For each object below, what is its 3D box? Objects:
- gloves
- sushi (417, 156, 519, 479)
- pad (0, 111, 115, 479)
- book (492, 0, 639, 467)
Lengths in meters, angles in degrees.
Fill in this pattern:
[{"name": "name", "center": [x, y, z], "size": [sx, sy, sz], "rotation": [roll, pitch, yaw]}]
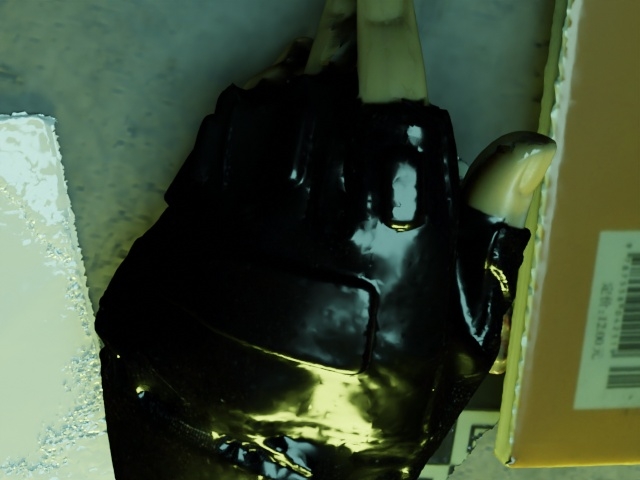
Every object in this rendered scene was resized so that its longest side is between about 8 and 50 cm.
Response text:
[{"name": "gloves", "center": [0.000, 0.000, 0.659], "size": [0.164, 0.124, 0.203], "rotation": [3, 120, -2]}, {"name": "sushi", "center": [0.045, 0.039, 0.737], "size": [0.120, 0.026, 0.126], "rotation": [39, 97, -23]}, {"name": "pad", "center": [-0.161, 0.070, 0.712], "size": [0.156, 0.004, 0.232], "rotation": [-12, 111, -10]}, {"name": "book", "center": [0.261, -0.031, 0.752], "size": [0.374, 0.028, 0.262], "rotation": [0, 107, -18]}]
